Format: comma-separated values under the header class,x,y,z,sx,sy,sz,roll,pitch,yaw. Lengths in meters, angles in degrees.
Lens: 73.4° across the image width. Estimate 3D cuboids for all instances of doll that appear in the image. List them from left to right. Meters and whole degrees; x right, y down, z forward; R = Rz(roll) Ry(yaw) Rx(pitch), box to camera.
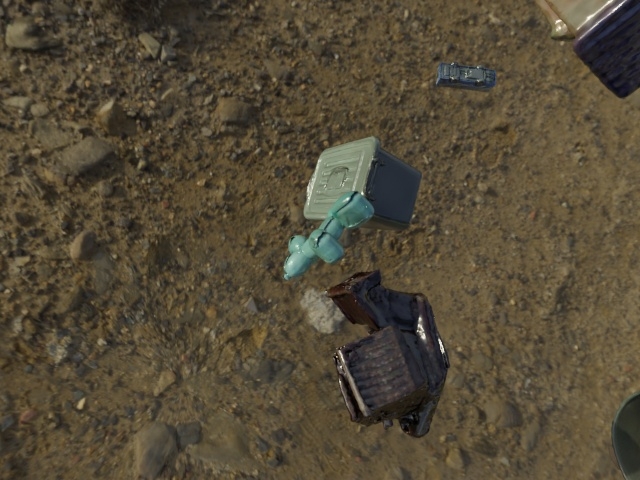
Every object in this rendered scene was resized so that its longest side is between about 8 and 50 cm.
class,x,y,z,sx,sy,sz,roll,pitch,yaw
doll,0.000,0.000,0.690,0.059,0.158,0.159,42,70,-13

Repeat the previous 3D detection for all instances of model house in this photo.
class,x,y,z,sx,sy,sz,roll,pitch,yaw
model house,0.070,0.140,0.554,0.164,0.141,0.203,8,49,-27
model house,0.436,-0.359,0.583,0.312,0.245,0.280,-27,80,-49

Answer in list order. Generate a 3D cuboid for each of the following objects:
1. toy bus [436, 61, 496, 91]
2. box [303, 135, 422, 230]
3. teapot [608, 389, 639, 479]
class,x,y,z,sx,sy,sz,roll,pitch,yaw
toy bus,0.372,-0.419,1.108,0.152,0.061,0.051,4,80,-5
box,0.083,-0.100,0.868,0.134,0.243,0.164,18,84,-27
teapot,0.649,0.314,0.667,0.343,0.300,0.254,1,63,-17
